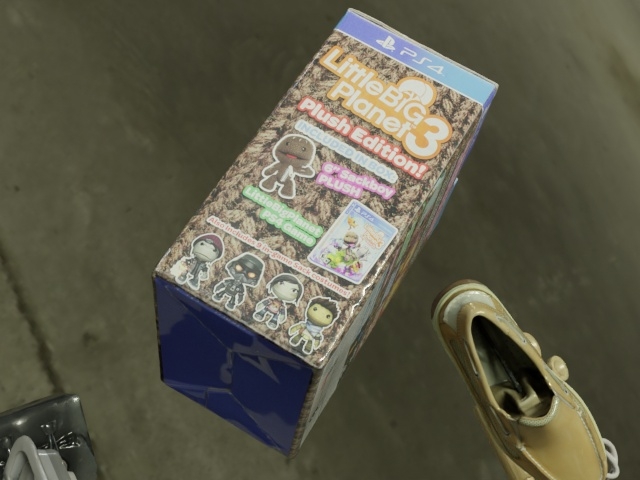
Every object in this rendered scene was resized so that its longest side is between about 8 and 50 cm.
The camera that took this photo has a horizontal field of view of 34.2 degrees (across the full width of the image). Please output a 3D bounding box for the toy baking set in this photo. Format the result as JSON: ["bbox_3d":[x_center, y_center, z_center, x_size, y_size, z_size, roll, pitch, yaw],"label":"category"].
[{"bbox_3d":[0.239,0.199,1.079,0.196,0.030,0.256,-9,70,-48],"label":"toy baking set"}]

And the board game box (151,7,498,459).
[{"bbox_3d":[0.000,0.000,0.877,0.141,0.232,0.291,30,62,9],"label":"board game box"}]

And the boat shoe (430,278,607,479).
[{"bbox_3d":[0.144,0.115,0.722,0.190,0.068,0.072,49,1,-15],"label":"boat shoe"}]

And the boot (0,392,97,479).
[{"bbox_3d":[-0.607,0.497,1.853,0.445,0.146,0.367,-17,112,-48],"label":"boot"}]

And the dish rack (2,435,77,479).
[{"bbox_3d":[-0.346,0.441,1.285,0.072,0.333,0.285,6,29,-37],"label":"dish rack"}]
